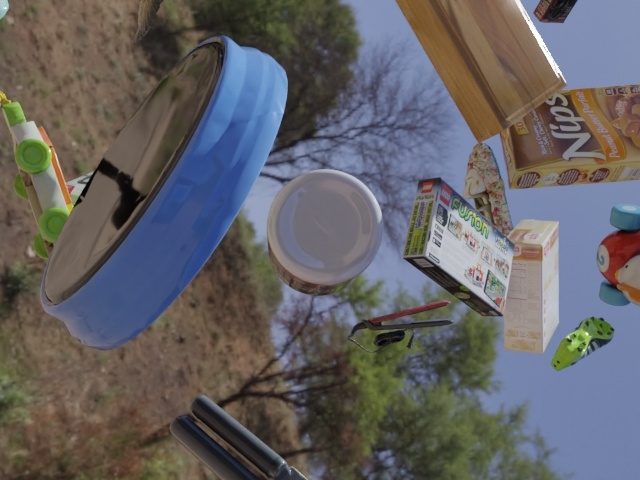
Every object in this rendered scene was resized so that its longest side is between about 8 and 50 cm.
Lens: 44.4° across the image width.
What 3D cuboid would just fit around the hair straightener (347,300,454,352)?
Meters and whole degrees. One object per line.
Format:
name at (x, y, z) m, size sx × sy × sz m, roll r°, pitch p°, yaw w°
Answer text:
hair straightener at (0.172, 0.193, 1.664) m, size 0.047 × 0.230 × 0.089 m, roll 84°, pitch -6°, yaw -87°

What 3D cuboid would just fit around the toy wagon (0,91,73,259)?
toy wagon at (-0.491, -0.103, 1.365) m, size 0.267 × 0.068 × 0.345 m, roll -19°, pitch -90°, yaw 67°

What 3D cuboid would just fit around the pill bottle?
pill bottle at (0.000, 0.000, 1.551) m, size 0.363 × 0.210 × 0.210 m, roll 108°, pitch -31°, yaw -81°

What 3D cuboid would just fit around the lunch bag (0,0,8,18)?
lunch bag at (-0.610, -0.392, 1.143) m, size 0.279 × 0.224 × 0.108 m, roll 42°, pitch -32°, yaw 28°

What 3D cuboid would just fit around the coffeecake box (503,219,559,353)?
coffeecake box at (0.352, 0.073, 1.309) m, size 0.142 × 0.068 × 0.186 m, roll -31°, pitch 121°, yaw -58°

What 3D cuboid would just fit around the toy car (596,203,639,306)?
toy car at (0.663, 0.068, 1.627) m, size 0.210 × 0.238 × 0.219 m, roll 13°, pitch -66°, yaw 29°

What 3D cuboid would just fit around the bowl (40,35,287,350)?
bowl at (-0.190, -0.066, 0.899) m, size 0.391 × 0.077 × 0.391 m, roll -40°, pitch -151°, yaw 29°

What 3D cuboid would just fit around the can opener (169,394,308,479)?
can opener at (-0.075, 0.316, 1.022) m, size 0.283 × 0.076 × 0.095 m, roll 32°, pitch -26°, yaw 28°

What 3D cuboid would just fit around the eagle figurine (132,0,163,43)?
eagle figurine at (-0.379, -0.632, 1.841) m, size 0.225 × 0.298 × 0.226 m, roll 62°, pitch -4°, yaw -38°

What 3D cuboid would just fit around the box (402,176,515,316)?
box at (0.192, 0.014, 1.058) m, size 0.036 × 0.207 × 0.114 m, roll -6°, pitch -119°, yaw 42°

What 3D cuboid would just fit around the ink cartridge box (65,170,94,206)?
ink cartridge box at (-0.437, -0.089, 1.551) m, size 0.109 × 0.150 × 0.063 m, roll 12°, pitch -62°, yaw 27°

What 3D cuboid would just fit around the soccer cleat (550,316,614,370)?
soccer cleat at (0.491, 0.193, 1.477) m, size 0.060 × 0.178 × 0.072 m, roll 49°, pitch -48°, yaw 24°

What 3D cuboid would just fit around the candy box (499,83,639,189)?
candy box at (0.531, -0.211, 1.593) m, size 0.088 × 0.316 × 0.183 m, roll 85°, pitch 1°, yaw -66°

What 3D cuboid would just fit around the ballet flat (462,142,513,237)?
ballet flat at (0.320, -0.070, 1.521) m, size 0.091 × 0.077 × 0.241 m, roll 154°, pitch -78°, yaw -71°

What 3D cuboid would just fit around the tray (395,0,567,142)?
tray at (0.253, -0.398, 1.361) m, size 0.411 × 0.202 × 0.076 m, roll 59°, pitch -32°, yaw -6°

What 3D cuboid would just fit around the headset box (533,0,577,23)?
headset box at (0.462, -0.462, 1.538) m, size 0.032 × 0.062 × 0.083 m, roll 66°, pitch -33°, yaw 33°
